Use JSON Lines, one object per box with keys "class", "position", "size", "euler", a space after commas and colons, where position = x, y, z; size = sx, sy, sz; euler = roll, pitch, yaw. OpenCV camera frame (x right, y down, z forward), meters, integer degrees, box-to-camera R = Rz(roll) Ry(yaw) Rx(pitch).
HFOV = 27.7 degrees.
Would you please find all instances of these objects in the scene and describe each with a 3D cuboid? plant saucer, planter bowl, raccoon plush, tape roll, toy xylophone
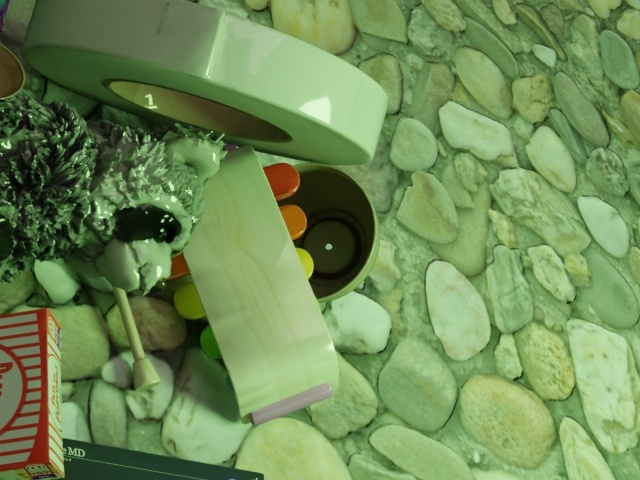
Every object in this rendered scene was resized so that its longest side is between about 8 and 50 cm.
{"class": "plant saucer", "position": [-0.301, -0.149, 1.133], "size": [0.083, 0.015, 0.083], "euler": [20, 41, -19]}
{"class": "planter bowl", "position": [0.000, 0.000, 1.513], "size": [0.162, 0.162, 0.109], "euler": [66, 11, 17]}
{"class": "raccoon plush", "position": [-0.284, -0.136, 1.226], "size": [0.299, 0.216, 0.446], "euler": [-27, 98, -34]}
{"class": "tape roll", "position": [-0.120, -0.168, 1.370], "size": [0.392, 0.392, 0.072], "euler": [19, 85, -30]}
{"class": "toy xylophone", "position": [-0.112, 0.042, 1.403], "size": [0.236, 0.081, 0.323], "euler": [-11, 73, -9]}

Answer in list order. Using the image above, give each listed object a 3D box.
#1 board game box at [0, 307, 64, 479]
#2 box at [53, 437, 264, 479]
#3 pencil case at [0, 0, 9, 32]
{"class": "board game box", "position": [-0.323, 0.145, 1.123], "size": [0.193, 0.045, 0.147], "euler": [-9, 60, 1]}
{"class": "box", "position": [-0.179, 0.293, 1.184], "size": [0.261, 0.103, 0.184], "euler": [16, 49, -32]}
{"class": "pencil case", "position": [-0.369, -0.283, 1.458], "size": [0.070, 0.064, 0.152], "euler": [20, 48, -7]}
